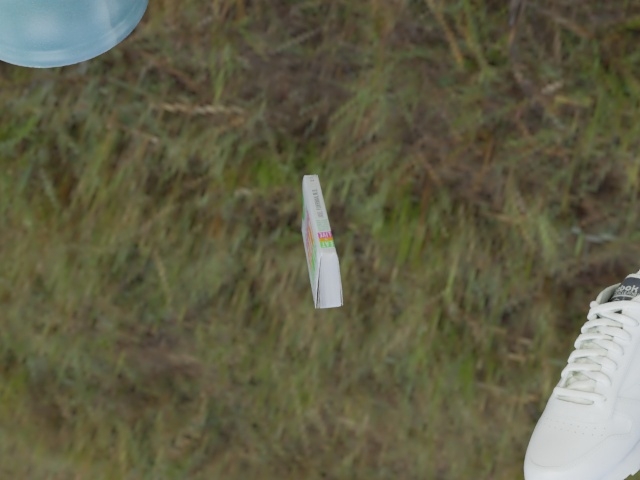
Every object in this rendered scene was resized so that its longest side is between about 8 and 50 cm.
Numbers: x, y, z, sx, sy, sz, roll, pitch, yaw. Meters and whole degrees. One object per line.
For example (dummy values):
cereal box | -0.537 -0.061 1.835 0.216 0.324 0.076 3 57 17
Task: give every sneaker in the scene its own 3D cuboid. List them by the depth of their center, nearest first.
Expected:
sneaker | 0.215 0.091 1.045 0.090 0.235 0.095 10 137 44

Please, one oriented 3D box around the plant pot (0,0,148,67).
plant pot | -0.408 -0.431 2.102 0.293 0.293 0.196 13 147 9

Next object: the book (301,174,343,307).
book | 0.000 0.000 1.784 0.035 0.144 0.096 -6 134 -7
